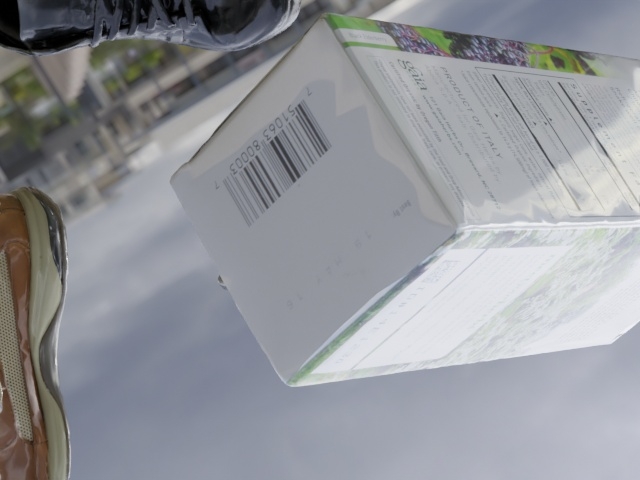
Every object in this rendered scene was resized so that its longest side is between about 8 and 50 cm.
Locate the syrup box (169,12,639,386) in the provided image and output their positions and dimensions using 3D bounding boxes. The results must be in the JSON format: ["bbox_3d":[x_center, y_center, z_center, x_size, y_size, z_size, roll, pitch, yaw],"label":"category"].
[{"bbox_3d":[0.067,-0.015,0.632,0.093,0.096,0.237,-43,156,31],"label":"syrup box"}]

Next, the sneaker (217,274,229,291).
[{"bbox_3d":[0.000,0.000,1.133,0.130,0.087,0.227,-57,-169,-4],"label":"sneaker"}]

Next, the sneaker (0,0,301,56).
[{"bbox_3d":[-0.099,-0.104,0.708,0.170,0.051,0.089,10,-156,35],"label":"sneaker"}]

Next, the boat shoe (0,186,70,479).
[{"bbox_3d":[-0.277,0.117,1.302,0.120,0.324,0.122,3,171,-31],"label":"boat shoe"}]
